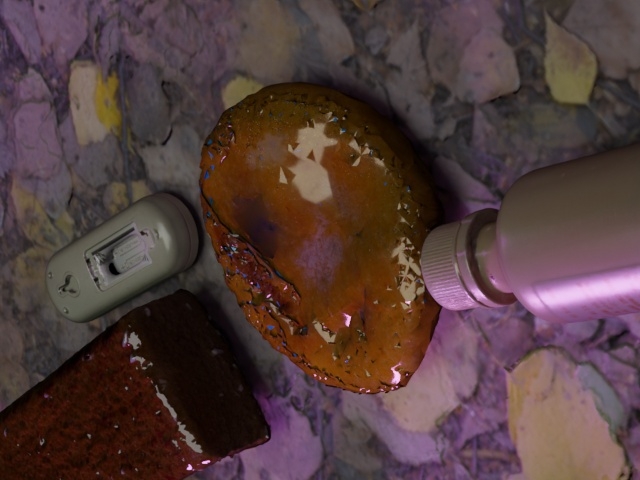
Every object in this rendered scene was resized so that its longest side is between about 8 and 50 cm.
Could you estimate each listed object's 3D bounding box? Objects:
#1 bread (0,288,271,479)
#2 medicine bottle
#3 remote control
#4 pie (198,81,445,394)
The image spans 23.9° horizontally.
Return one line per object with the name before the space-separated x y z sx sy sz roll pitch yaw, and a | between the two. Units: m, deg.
bread | -0.222 0.200 1.483 0.416 0.113 0.165 -35 79 44
medicine bottle | 0.182 0.000 1.052 0.252 0.114 0.114 -14 95 43
remote control | -0.195 0.020 1.444 0.221 0.042 0.078 -27 87 43
pie | 0.001 0.001 1.244 0.273 0.069 0.273 14 112 39
